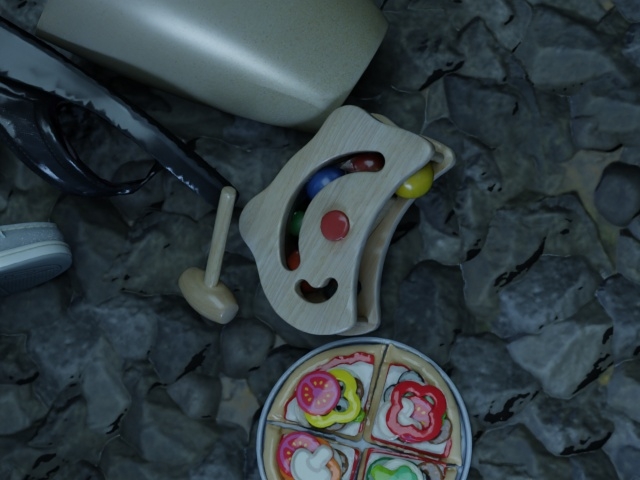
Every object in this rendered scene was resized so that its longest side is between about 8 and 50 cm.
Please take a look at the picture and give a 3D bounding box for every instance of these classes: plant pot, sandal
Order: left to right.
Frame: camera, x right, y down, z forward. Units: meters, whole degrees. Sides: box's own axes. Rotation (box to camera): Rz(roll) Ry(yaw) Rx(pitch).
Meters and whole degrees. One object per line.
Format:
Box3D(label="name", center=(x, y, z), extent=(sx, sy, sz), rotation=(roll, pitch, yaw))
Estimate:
Box3D(label="sandal", center=(-0.280, -0.135, 1.726), extent=(0.445, 0.167, 0.107), rotation=(32, 92, -2))
Box3D(label="plant pot", center=(-0.083, -0.225, 1.724), extent=(0.274, 0.256, 0.256), rotation=(33, 82, -5))

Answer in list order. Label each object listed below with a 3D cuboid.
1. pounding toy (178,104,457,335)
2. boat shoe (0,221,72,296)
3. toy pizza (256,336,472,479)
Box3D(label="pounding toy", center=(0.000, 0.000, 1.675), extent=(0.269, 0.155, 0.154), rotation=(-47, 72, 13))
Box3D(label="boat shoe", center=(-0.395, 0.007, 1.755), extent=(0.320, 0.118, 0.103), rotation=(-6, 80, 12))
Box3D(label="toy pizza", center=(0.039, 0.186, 1.703), extent=(0.201, 0.032, 0.201), rotation=(-1, 76, 6))
